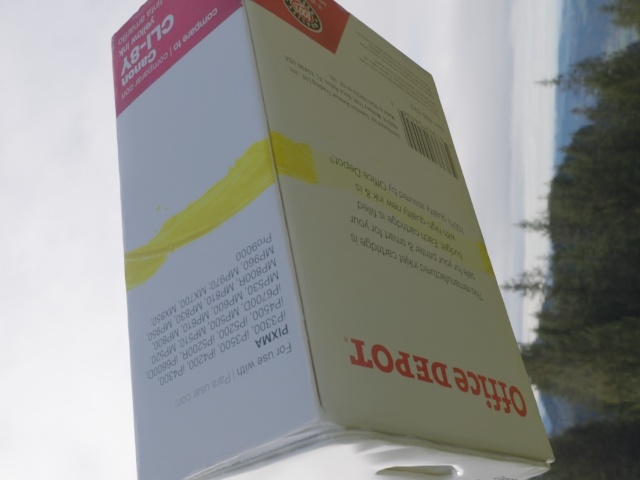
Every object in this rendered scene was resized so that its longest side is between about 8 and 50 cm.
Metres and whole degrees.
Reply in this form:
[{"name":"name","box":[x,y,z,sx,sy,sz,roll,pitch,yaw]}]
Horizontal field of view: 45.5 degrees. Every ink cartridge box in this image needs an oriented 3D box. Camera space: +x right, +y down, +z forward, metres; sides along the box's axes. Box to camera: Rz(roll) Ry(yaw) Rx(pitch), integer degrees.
[{"name":"ink cartridge box","box":[0.000,0.000,0.591,0.279,0.160,0.385,24,-135,-46]}]
